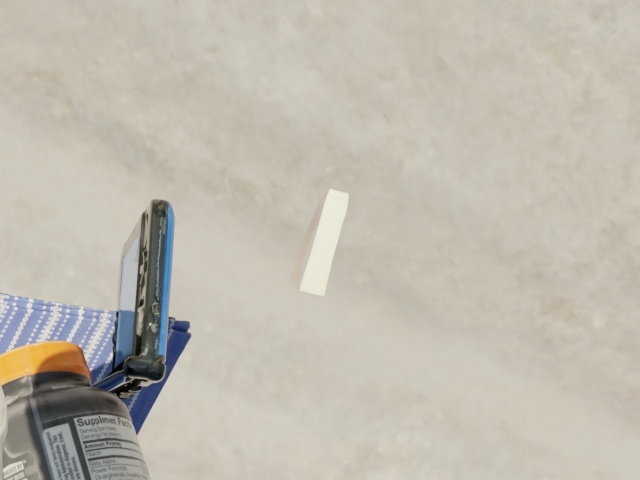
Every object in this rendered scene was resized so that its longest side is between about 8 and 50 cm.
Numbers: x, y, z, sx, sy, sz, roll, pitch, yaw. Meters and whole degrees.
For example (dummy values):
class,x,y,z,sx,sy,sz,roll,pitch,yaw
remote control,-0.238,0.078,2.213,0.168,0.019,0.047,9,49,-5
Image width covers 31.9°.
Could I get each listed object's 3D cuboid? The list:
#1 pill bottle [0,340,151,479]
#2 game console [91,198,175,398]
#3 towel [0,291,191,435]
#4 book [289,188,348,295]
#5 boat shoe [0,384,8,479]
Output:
class,x,y,z,sx,sy,sz,roll,pitch,yaw
pill bottle,-0.192,0.202,0.854,0.130,0.246,0.130,-18,156,-9
game console,-0.257,0.100,1.133,0.173,0.250,0.293,5,167,-16
towel,-0.332,0.180,1.381,0.336,0.040,0.243,14,109,-48
book,0.000,0.000,1.074,0.035,0.144,0.096,16,91,-2
boat shoe,-0.135,0.123,0.338,0.096,0.267,0.088,-3,120,-26
